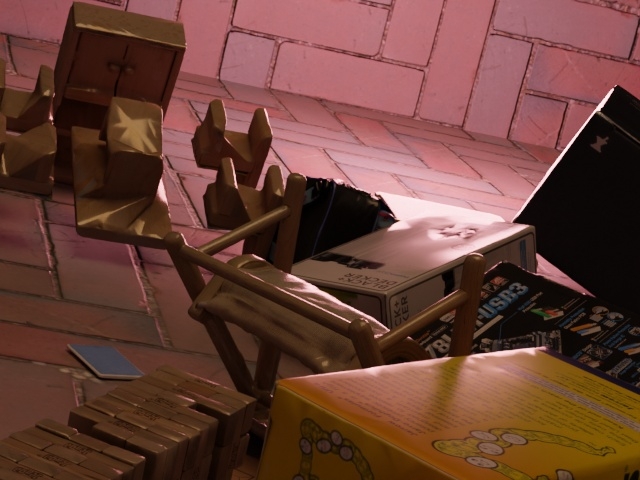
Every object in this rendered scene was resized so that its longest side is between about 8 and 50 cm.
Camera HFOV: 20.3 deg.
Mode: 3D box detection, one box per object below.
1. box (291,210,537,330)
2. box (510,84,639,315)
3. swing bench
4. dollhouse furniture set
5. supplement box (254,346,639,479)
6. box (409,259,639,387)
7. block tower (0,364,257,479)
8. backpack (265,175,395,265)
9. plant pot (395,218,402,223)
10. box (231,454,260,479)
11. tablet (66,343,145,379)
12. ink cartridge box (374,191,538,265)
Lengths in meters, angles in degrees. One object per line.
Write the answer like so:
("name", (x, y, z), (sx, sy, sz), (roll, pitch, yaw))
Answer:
("box", (0.100, 0.050, 2.030), (0.169, 0.087, 0.290), (10, 22, 40))
("box", (0.462, -0.039, 2.536), (0.293, 0.212, 0.395), (37, 15, 5))
("swing bench", (0.011, 0.112, 1.592), (0.165, 0.254, 0.253), (-27, 36, -35))
("dollhouse furniture set", (-0.272, -0.093, 2.322), (0.362, 0.256, 0.394), (9, 35, -17))
("supplement box", (0.126, 0.212, 1.336), (0.195, 0.194, 0.356), (24, 17, 37))
("box", (0.222, 0.149, 1.779), (0.293, 0.073, 0.295), (21, 35, 32))
("block tower", (-0.163, 0.180, 1.309), (0.097, 0.091, 0.335), (18, 15, 21))
("backpack", (0.000, 0.000, 2.220), (0.117, 0.158, 0.173), (18, -1, -22))
("plant pot", (0.114, 0.038, 2.261), (0.134, 0.095, 0.134), (21, 9, -4))
("box", (-0.101, 0.211, 1.488), (0.164, 0.021, 0.201), (20, 13, 22))
("tablet", (-0.214, 0.121, 1.782), (0.054, 0.006, 0.083), (5, 16, -34))
("ink cartridge box", (0.175, 0.016, 2.456), (0.193, 0.088, 0.234), (10, 14, -10))
